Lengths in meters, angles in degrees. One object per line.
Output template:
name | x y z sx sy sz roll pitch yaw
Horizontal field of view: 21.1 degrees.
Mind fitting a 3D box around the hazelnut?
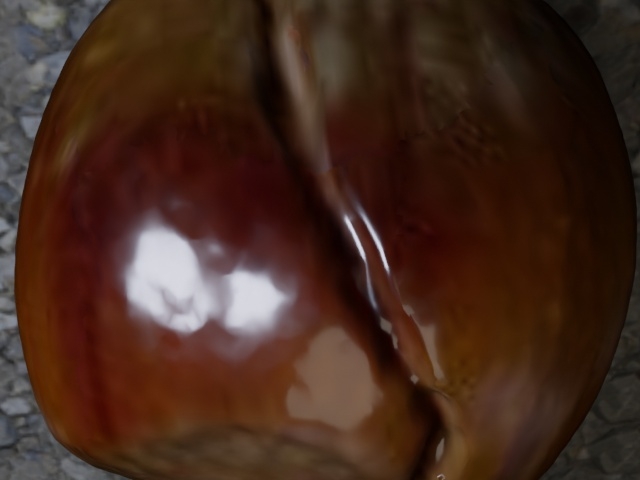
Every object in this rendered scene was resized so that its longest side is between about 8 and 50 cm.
hazelnut | 0.000 0.000 0.987 0.372 0.315 0.372 0 96 0
